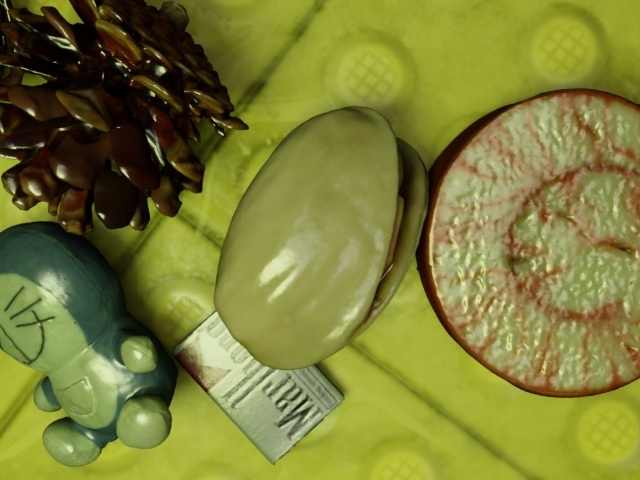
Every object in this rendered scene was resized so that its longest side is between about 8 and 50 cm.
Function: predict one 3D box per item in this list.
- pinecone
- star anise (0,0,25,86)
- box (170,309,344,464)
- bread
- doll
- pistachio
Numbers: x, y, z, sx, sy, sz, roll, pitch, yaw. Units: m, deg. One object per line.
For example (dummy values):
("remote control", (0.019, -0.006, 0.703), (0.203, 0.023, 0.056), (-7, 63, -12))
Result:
("pinecone", (-0.209, -0.120, 0.699), (0.264, 0.264, 0.264), (0, 93, 0))
("star anise", (-0.374, -0.182, 0.718), (0.126, 0.190, 0.220), (23, 137, -19))
("box", (-0.072, 0.155, 0.813), (0.115, 0.036, 0.177), (-41, 93, 1))
("bread", (0.253, 0.005, 0.769), (0.295, 0.114, 0.327), (-12, 94, 0))
("doll", (-0.262, 0.100, 0.744), (0.228, 0.154, 0.258), (-26, 108, 40))
("pistachio", (0.000, 0.000, 0.732), (0.197, 0.166, 0.288), (32, 93, 39))
